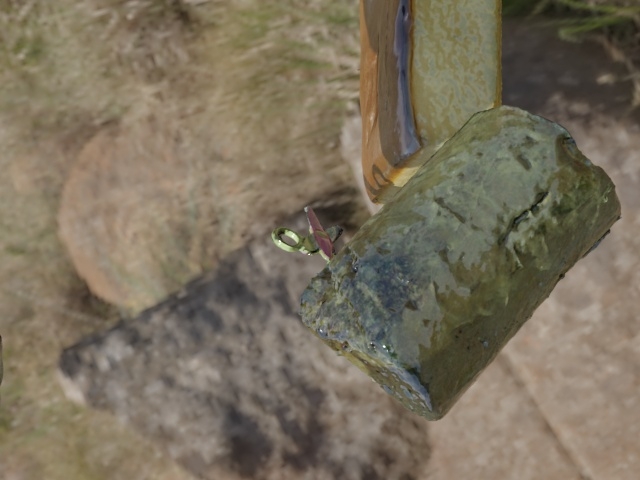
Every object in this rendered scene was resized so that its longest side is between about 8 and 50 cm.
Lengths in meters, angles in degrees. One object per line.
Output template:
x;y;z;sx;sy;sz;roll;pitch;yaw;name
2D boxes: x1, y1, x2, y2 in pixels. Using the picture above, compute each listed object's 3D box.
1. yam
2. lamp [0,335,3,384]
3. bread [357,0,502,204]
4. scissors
0.133;0.023;1.433;0.195;0.300;0.195;42;168;11;yam
-0.394;0.169;1.465;0.314;0.182;0.182;-4;106;61;lamp
0.137;-0.232;1.928;0.333;0.143;0.323;124;146;-76;bread
0.000;0.000;1.912;0.134;0.187;0.020;31;108;-8;scissors
